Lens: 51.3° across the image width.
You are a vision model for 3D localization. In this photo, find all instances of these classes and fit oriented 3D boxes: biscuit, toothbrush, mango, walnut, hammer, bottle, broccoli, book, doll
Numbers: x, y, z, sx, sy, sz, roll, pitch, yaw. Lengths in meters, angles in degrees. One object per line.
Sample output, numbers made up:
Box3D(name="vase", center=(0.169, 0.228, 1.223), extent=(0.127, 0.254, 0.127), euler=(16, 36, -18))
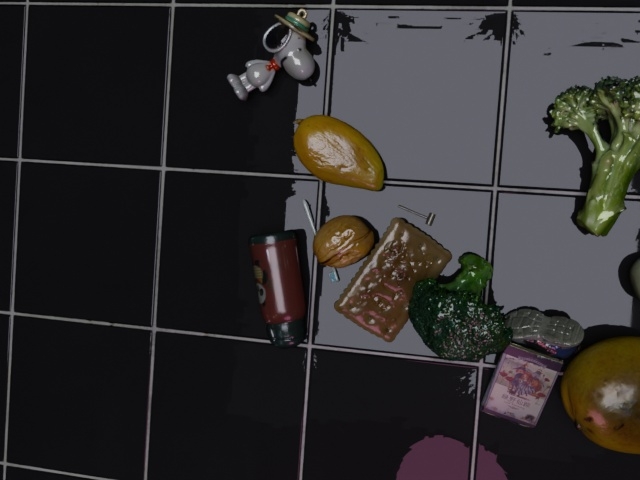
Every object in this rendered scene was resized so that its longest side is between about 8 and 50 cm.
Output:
Box3D(name="biscuit", center=(0.206, 0.116, 1.882), extent=(0.217, 0.044, 0.325), euler=(34, 98, -12))
Box3D(name="toothbrush", center=(0.000, 0.000, 1.963), extent=(0.026, 0.022, 0.263), euler=(-20, 88, -1))
Box3D(name="mango", center=(0.049, -0.247, 1.898), extent=(0.316, 0.119, 0.177), euler=(31, 90, 4))
Box3D(name="walnut", center=(0.060, 0.005, 1.892), extent=(0.180, 0.144, 0.144), euler=(-36, 85, 14))
Box3D(name="hammer", center=(0.274, -0.079, 1.911), extent=(0.110, 0.019, 0.036), euler=(25, 96, 15))
Box3D(name="bottle", center=(-0.112, 0.142, 1.929), extent=(0.143, 0.144, 0.337), euler=(-10, 91, 11))
Box3D(name="mango", center=(0.853, 0.394, 1.716), extent=(0.444, 0.220, 0.302), euler=(-5, 85, 2))
Box3D(name="broccoli", center=(0.811, -0.218, 1.697), extent=(0.353, 0.274, 0.398), euler=(-10, 81, 55))
Box3D(name="broccoli", center=(0.385, 0.181, 1.783), extent=(0.297, 0.297, 0.297), euler=(27, 74, 9))
Box3D(name="book", center=(0.548, 0.401, 1.828), extent=(0.157, 0.026, 0.231), euler=(18, 114, 10))
Box3D(name="doll", center=(-0.145, -0.532, 1.914), extent=(0.271, 0.144, 0.208), euler=(-13, 99, 7))

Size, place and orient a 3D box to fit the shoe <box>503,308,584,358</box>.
Box3D(name="shoe", center=(0.607, 0.264, 1.826), extent=(0.227, 0.126, 0.099), euler=(7, 56, 34))

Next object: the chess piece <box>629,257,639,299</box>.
Box3D(name="chess piece", center=(0.969, 0.069, 1.707), extent=(0.330, 0.182, 0.183), euler=(-18, 88, 16))
